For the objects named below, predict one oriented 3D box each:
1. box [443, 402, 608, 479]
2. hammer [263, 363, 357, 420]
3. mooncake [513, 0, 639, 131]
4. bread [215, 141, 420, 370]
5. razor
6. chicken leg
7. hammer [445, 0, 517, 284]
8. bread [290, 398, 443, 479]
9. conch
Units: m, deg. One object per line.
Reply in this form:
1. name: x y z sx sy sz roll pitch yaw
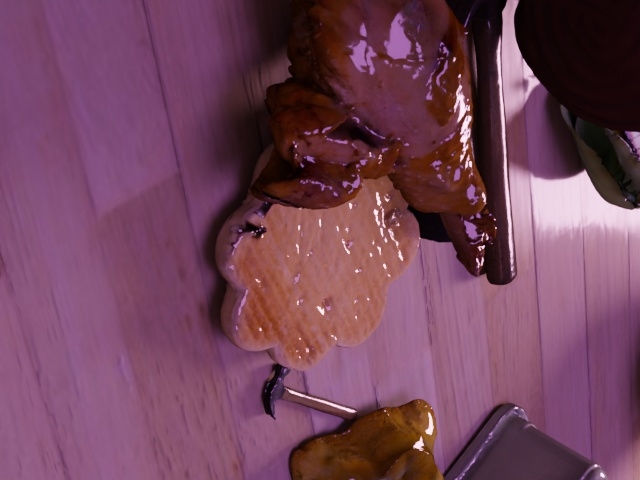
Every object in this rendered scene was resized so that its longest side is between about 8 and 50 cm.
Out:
1. box: 0.263 0.407 2.039 0.312 0.182 0.175 -49 137 -19
2. hammer: -0.009 0.197 1.768 0.182 0.017 0.062 27 88 -51
3. mooncake: 0.369 -0.278 1.656 0.174 0.326 0.334 -42 132 -30
4. bread: 0.000 0.000 1.656 0.316 0.054 0.316 -21 121 -40
5. razor: 0.140 -0.071 1.749 0.054 0.090 0.148 -34 131 -45
6. chicken leg: 0.057 -0.102 1.541 0.295 0.182 0.409 -45 125 -22
7. hammer: 0.220 -0.136 1.840 0.168 0.044 0.440 -33 130 -34
8. bread: 0.068 0.300 1.849 0.233 0.088 0.160 -23 128 -37
9. conch: 0.404 -0.126 1.974 0.250 0.137 0.143 32 84 -50
